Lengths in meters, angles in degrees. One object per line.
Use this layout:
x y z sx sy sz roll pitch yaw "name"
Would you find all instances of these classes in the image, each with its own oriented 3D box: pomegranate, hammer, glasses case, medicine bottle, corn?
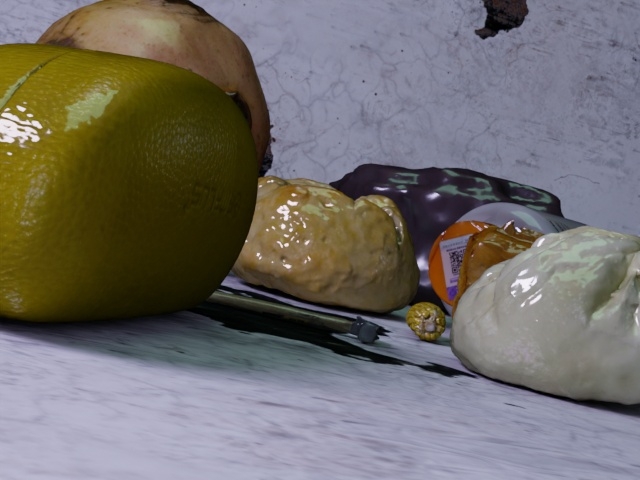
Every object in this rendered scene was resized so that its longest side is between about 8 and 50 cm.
-0.209 -0.138 1.446 0.322 0.322 0.322 13 2 0 "pomegranate"
-0.035 0.061 1.082 0.182 0.017 0.062 12 1 10 "hammer"
-0.135 -0.036 0.833 0.141 0.173 0.371 10 1 11 "glasses case"
0.235 0.040 1.439 0.157 0.157 0.289 14 3 34 "medicine bottle"
0.104 0.079 1.224 0.037 0.037 0.092 13 -2 -2 "corn"

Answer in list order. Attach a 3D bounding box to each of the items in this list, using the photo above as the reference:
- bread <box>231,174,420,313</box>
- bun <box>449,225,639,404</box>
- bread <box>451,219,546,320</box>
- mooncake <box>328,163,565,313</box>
0.000 0.000 1.399 0.244 0.134 0.244 15 4 -1 "bread"
0.225 0.060 1.040 0.229 0.145 0.229 13 5 -1 "bun"
0.270 0.066 1.231 0.271 0.139 0.077 11 11 4 "bread"
0.178 0.000 1.788 0.350 0.212 0.381 6 1 -11 "mooncake"
